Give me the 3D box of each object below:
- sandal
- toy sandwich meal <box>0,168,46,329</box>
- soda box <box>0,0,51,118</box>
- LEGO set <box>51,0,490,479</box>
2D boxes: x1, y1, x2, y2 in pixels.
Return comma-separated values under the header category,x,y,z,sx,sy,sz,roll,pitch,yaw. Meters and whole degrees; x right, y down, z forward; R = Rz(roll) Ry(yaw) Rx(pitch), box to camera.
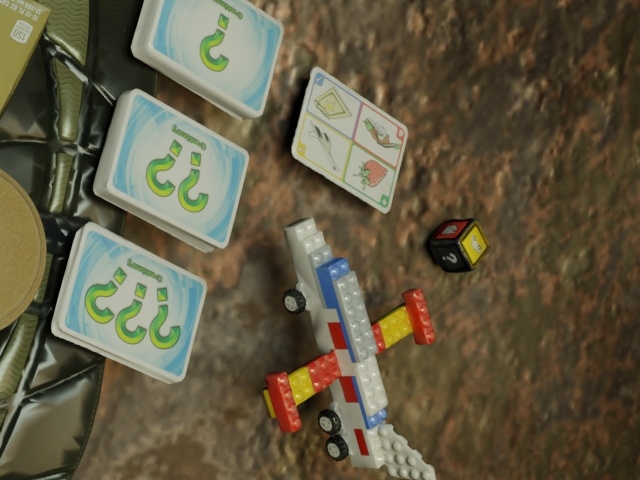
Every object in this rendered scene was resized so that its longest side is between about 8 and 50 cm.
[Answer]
category,x,y,z,sx,sy,sz,roll,pitch,yaw
sandal,-0.150,0.018,0.814,0.120,0.086,0.303,25,72,-22
toy sandwich meal,-0.154,0.002,0.750,0.085,0.029,0.086,5,79,-27
soda box,-0.206,-0.102,0.738,0.181,0.061,0.058,26,71,-10
LEGO set,0.000,0.000,0.856,0.244,0.060,0.183,31,66,-42
